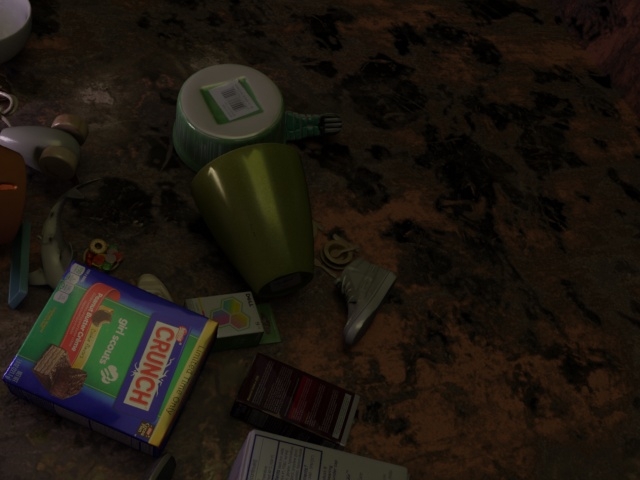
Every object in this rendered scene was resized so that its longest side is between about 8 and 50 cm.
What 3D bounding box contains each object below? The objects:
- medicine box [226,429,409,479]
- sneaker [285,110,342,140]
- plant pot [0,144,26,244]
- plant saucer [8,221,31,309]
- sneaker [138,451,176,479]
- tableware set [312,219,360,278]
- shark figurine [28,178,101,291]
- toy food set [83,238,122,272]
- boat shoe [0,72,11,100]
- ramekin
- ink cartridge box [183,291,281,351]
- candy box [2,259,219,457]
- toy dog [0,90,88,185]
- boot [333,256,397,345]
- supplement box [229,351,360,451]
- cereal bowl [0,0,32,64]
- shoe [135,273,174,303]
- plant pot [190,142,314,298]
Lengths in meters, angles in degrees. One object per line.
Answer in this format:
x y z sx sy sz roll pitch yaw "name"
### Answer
-0.026 0.484 1.331 0.289 0.263 0.149 17 47 -7 "medicine box"
-0.053 -0.324 2.140 0.224 0.083 0.098 2 11 -3 "sneaker"
-0.739 -0.099 1.563 0.203 0.291 0.291 8 48 -36 "plant pot"
-0.637 0.049 1.598 0.018 0.067 0.192 19 43 -38 "plant saucer"
-0.290 0.498 1.361 0.118 0.083 0.222 38 39 -13 "sneaker"
0.000 0.000 1.894 0.194 0.039 0.128 33 48 8 "tableware set"
-0.549 0.004 1.629 0.166 0.278 0.116 2 3 18 "shark figurine"
-0.489 0.037 1.695 0.083 0.020 0.083 22 47 -2 "toy food set"
-0.872 -0.376 1.860 0.207 0.073 0.073 -9 54 -26 "boat shoe"
-0.233 -0.316 1.960 0.303 0.148 0.303 4 57 -6 "ramekin"
-0.189 0.177 1.661 0.209 0.062 0.109 -4 53 -24 "ink cartridge box"
-0.396 0.229 1.463 0.317 0.122 0.268 24 64 -1 "candy box"
-0.689 -0.200 1.762 0.334 0.161 0.220 19 49 16 "toy dog"
0.080 0.138 1.786 0.123 0.095 0.258 27 39 11 "boot"
-0.051 0.343 1.568 0.239 0.073 0.130 24 47 -1 "supplement box"
-0.915 -0.546 1.934 0.339 0.141 0.339 10 46 -11 "cereal bowl"
-0.342 0.154 1.626 0.077 0.058 0.219 -11 56 -28 "shoe"
-0.128 -0.026 1.742 0.275 0.275 0.293 -9 66 -27 "plant pot"
